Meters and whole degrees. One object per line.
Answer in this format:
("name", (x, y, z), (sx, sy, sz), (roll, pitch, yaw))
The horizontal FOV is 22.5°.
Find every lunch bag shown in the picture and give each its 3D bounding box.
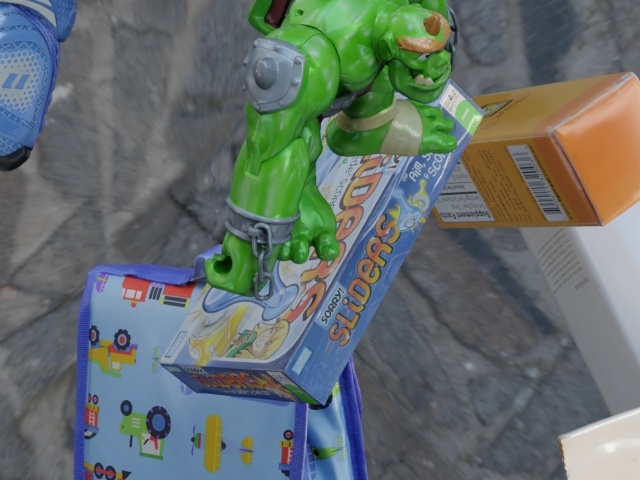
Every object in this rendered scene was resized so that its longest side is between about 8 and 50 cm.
("lunch bag", (-0.085, 0.148, 1.266), (0.221, 0.138, 0.293), (8, 109, 31))

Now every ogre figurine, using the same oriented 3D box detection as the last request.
("ogre figurine", (0.009, -0.071, 0.730), (0.197, 0.118, 0.097), (-32, 54, -27))

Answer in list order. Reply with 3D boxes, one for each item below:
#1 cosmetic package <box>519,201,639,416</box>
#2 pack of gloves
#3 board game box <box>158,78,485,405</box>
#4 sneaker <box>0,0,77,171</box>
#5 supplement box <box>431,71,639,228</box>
("cosmetic package", (0.330, 0.053, 1.447), (0.197, 0.155, 0.365), (-22, 81, -9))
("pack of gloves", (0.291, 0.195, 1.296), (0.232, 0.046, 0.195), (-21, 110, -21))
("board game box", (0.000, 0.000, 0.940), (0.035, 0.136, 0.201), (41, 66, -27))
("sneaker", (-0.276, -0.086, 0.710), (0.330, 0.130, 0.147), (5, 96, -7))
("supplement box", (0.143, -0.058, 1.116), (0.078, 0.233, 0.080), (-35, 105, -18))
